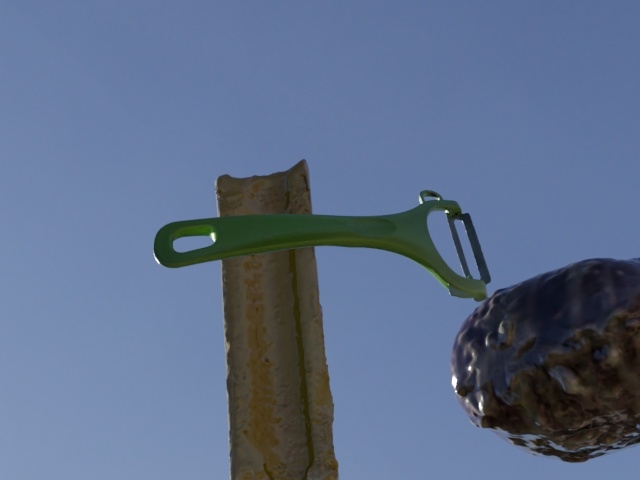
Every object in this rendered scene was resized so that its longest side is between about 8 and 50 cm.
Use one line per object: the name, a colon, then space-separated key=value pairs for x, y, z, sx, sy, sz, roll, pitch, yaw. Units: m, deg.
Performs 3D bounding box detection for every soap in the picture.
soap: x=-0.035 y=0.110 z=1.060 sx=0.091 sy=0.315 sz=0.199 roll=-6 pitch=-32 yaw=-2

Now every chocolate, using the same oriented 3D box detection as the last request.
chocolate: x=0.306 y=0.139 z=1.479 sx=0.340 sy=0.225 sz=0.210 roll=-26 pitch=-29 yaw=35

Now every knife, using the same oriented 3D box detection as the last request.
knife: x=0.001 y=-0.002 z=0.607 sx=0.166 sy=0.078 sz=0.022 roll=2 pitch=-51 yaw=-12
